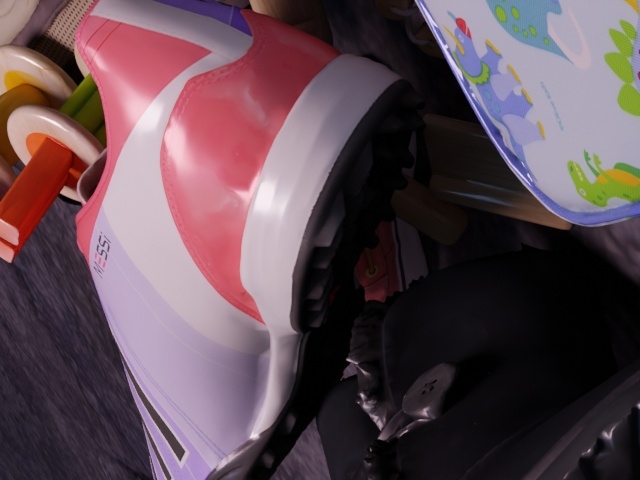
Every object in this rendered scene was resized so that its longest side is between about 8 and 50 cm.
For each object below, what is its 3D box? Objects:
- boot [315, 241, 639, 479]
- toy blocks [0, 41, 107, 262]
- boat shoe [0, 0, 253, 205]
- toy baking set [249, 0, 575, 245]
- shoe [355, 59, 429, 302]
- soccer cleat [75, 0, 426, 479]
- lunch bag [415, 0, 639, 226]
[{"bbox_3d":[0.094,0.054,0.690,0.094,0.246,0.207,42,-158,-21],"label":"boot"},{"bbox_3d":[-0.138,-0.017,0.809,0.123,0.148,0.054,-4,133,49],"label":"toy blocks"},{"bbox_3d":[-0.082,-0.082,0.915,0.130,0.132,0.355,55,160,10],"label":"boat shoe"},{"bbox_3d":[-0.001,-0.091,0.721,0.256,0.030,0.197,29,146,-1],"label":"toy baking set"},{"bbox_3d":[0.000,0.000,0.899,0.063,0.081,0.178,46,156,34],"label":"shoe"},{"bbox_3d":[-0.045,0.017,0.784,0.116,0.109,0.318,30,150,9],"label":"soccer cleat"},{"bbox_3d":[0.070,-0.117,0.547,0.219,0.090,0.176,61,160,-3],"label":"lunch bag"}]
